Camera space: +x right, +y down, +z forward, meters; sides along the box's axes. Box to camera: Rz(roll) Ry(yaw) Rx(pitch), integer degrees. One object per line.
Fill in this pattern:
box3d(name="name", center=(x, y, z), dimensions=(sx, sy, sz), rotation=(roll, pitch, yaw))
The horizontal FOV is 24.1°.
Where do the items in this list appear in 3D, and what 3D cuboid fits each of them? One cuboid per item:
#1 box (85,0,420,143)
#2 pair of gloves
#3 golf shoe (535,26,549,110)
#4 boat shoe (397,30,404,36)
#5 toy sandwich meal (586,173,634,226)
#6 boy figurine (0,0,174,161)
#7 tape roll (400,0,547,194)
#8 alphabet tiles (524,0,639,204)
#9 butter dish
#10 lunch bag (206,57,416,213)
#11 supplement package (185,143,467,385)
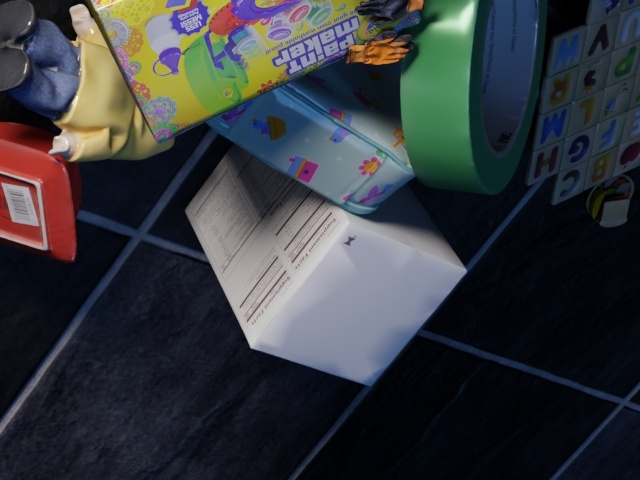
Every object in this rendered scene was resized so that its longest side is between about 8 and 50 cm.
box3d(name="box", center=(-0.098, -0.291, 1.496), dimensions=(0.290, 0.279, 0.177), rotation=(-26, 136, -5))
box3d(name="pair of gloves", center=(0.063, -0.205, 1.450), dimensions=(0.074, 0.010, 0.083), rotation=(-9, 133, -22))
box3d(name="golf shoe", center=(0.258, -0.238, 1.871), dimensions=(0.094, 0.077, 0.198), rotation=(-39, 136, 9))
box3d(name="boat shoe", center=(0.127, -0.212, 1.816), dimensions=(0.104, 0.110, 0.307), rotation=(-11, 126, -2))
box3d(name="toy sandwich meal", center=(0.417, -0.057, 2.144), dimensions=(0.086, 0.029, 0.085), rotation=(-14, 133, -16))
box3d(name="boy figurine", center=(-0.258, -0.166, 1.628), dimensions=(0.092, 0.177, 0.285), rotation=(-7, 163, 26))
box3d(name="tape roll", center=(0.173, -0.212, 1.634), dimensions=(0.077, 0.321, 0.321), rotation=(8, 138, 21))
box3d(name="alphabet tiles", center=(0.390, -0.208, 1.959), dimensions=(0.285, 0.011, 0.342), rotation=(-24, 137, -29))
box3d(name="butter dish", center=(-0.328, -0.074, 1.692), dimensions=(0.160, 0.118, 0.160), rotation=(17, 134, 15))
box3d(name="lunch bag", center=(-0.009, -0.166, 1.668), dimensions=(0.279, 0.224, 0.108), rotation=(30, 124, -23))
box3d(name="supplement package", center=(0.000, 0.000, 1.812), dimensions=(0.199, 0.262, 0.198), rotation=(22, 116, -38))
